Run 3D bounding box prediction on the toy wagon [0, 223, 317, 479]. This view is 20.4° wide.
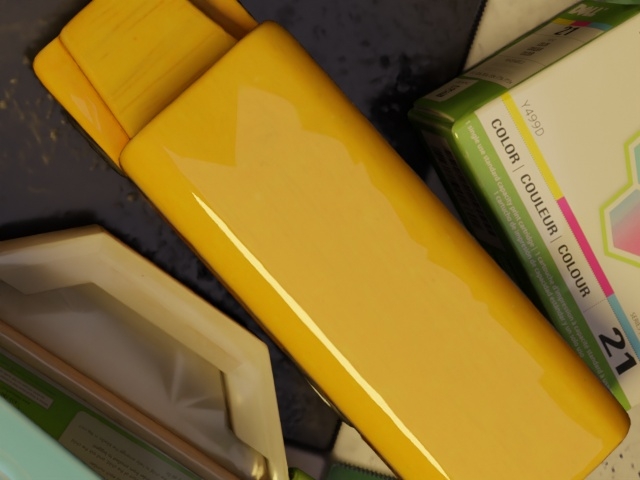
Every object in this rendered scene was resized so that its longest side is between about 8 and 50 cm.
[{"bbox_3d":[-0.176,0.161,0.939,0.267,0.068,0.344,36,90,-15],"label":"toy wagon"}]

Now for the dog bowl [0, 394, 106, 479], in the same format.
[{"bbox_3d":[-0.167,0.106,0.819,0.297,0.166,0.074,42,76,-15],"label":"dog bowl"}]

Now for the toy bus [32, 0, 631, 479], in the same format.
[{"bbox_3d":[0.000,0.000,0.896,0.108,0.130,0.333,-42,93,-4],"label":"toy bus"}]

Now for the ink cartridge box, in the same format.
[{"bbox_3d":[0.206,-0.053,0.976,0.255,0.097,0.189,-31,104,-6],"label":"ink cartridge box"}]
